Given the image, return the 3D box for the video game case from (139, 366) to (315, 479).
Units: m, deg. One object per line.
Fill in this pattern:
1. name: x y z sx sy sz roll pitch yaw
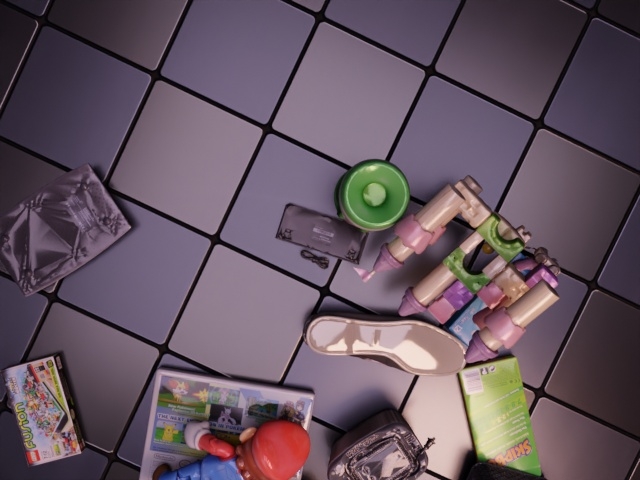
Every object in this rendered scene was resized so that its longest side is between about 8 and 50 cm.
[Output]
1. video game case: -0.196 0.433 1.550 0.329 0.036 0.300 10 93 -1

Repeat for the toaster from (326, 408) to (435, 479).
1. toaster: 0.117 0.426 1.500 0.227 0.146 0.129 -35 94 1

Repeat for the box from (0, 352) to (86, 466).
1. box: -0.565 0.345 1.535 0.114 0.036 0.207 -16 93 0

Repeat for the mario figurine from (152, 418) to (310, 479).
1. mario figurine: -0.162 0.447 1.493 0.320 0.170 0.198 -26 129 11

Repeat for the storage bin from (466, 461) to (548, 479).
1. storage bin: 0.382 0.538 1.521 0.180 0.084 0.122 17 106 -9

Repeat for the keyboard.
1. keyboard: 0.000 0.000 1.540 0.180 0.023 0.108 18 86 -1

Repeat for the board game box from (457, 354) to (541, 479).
1. board game box: 0.371 0.377 1.560 0.124 0.039 0.259 -13 91 0

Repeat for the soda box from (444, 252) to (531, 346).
1. soda box: 0.348 0.119 1.528 0.067 0.071 0.210 42 91 -3

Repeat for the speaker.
1. speaker: 0.090 -0.083 1.399 0.131 0.296 0.131 0 93 -1

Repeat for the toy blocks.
1. toy blocks: 0.250 0.066 1.377 0.288 0.309 0.260 46 110 5

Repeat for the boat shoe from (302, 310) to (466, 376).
1. boat shoe: 0.128 0.198 1.528 0.335 0.095 0.112 11 95 -7

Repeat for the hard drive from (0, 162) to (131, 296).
1. hard drive: -0.522 -0.022 1.509 0.254 0.054 0.172 -34 93 0
